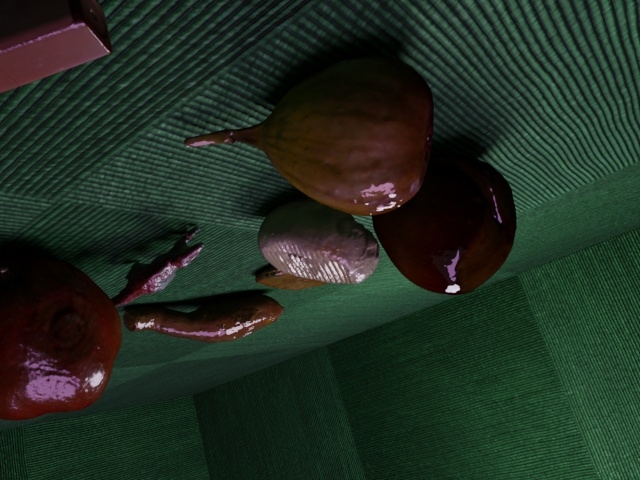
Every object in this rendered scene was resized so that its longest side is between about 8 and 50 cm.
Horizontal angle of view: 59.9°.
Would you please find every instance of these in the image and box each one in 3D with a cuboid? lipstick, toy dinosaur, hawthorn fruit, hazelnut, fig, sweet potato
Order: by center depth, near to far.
[{"bbox_3d":[-0.225,-0.134,0.386,0.146,0.045,0.045,-18,165,2],"label":"lipstick"},{"bbox_3d":[-0.012,-0.103,0.574,0.257,0.159,0.159,0,163,3],"label":"fig"},{"bbox_3d":[-0.393,0.119,0.771,0.224,0.224,0.260,-11,129,-17],"label":"hawthorn fruit"},{"bbox_3d":[-0.271,0.062,0.861,0.242,0.053,0.167,-35,-167,2],"label":"toy dinosaur"},{"bbox_3d":[0.192,-0.030,0.867,0.217,0.217,0.252,-34,180,44],"label":"hazelnut"},{"bbox_3d":[-0.254,0.183,1.271,0.386,0.109,0.109,-3,158,-36],"label":"sweet potato"}]

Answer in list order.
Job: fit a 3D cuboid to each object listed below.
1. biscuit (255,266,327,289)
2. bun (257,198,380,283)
[{"bbox_3d":[-0.059,0.084,1.263,0.119,0.028,0.247,-15,165,17],"label":"biscuit"},{"bbox_3d":[0.000,0.000,0.862,0.188,0.111,0.164,7,151,26],"label":"bun"}]
